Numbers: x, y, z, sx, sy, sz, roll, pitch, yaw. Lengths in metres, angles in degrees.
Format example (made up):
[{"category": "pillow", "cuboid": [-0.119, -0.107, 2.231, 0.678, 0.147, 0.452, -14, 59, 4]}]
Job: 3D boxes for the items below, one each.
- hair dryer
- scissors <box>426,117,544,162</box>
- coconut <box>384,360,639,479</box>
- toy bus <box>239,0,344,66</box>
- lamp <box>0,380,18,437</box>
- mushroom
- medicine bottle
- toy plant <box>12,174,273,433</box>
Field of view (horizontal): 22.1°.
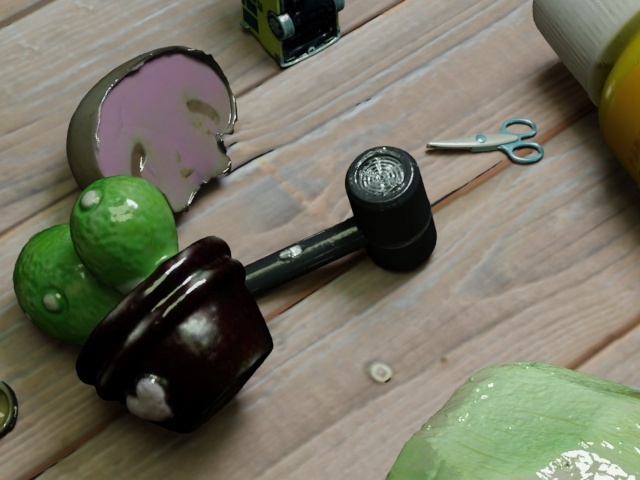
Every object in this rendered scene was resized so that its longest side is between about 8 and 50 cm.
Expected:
[{"category": "hair dryer", "cuboid": [0.000, 0.000, 1.531, 0.219, 0.124, 0.071, -25, 56, 0]}, {"category": "scissors", "cuboid": [0.165, -0.099, 1.656, 0.119, 0.014, 0.058, -5, 55, -10]}, {"category": "coconut", "cuboid": [0.207, 0.250, 1.261, 0.328, 0.281, 0.328, 23, 14, -6]}, {"category": "toy bus", "cuboid": [-0.033, -0.275, 1.676, 0.088, 0.175, 0.101, -30, 55, -22]}, {"category": "lamp", "cuboid": [-0.273, 0.245, 1.357, 0.203, 0.124, 0.283, -23, 54, -41]}, {"category": "mushroom", "cuboid": [-0.173, -0.107, 1.587, 0.117, 0.141, 0.188, 7, 41, 45]}, {"category": "medicine bottle", "cuboid": [0.380, -0.135, 1.564, 0.224, 0.224, 0.384, -23, 60, -18]}, {"category": "toy plant", "cuboid": [-0.161, 0.053, 1.435, 0.235, 0.218, 0.175, 47, 50, 7]}]
